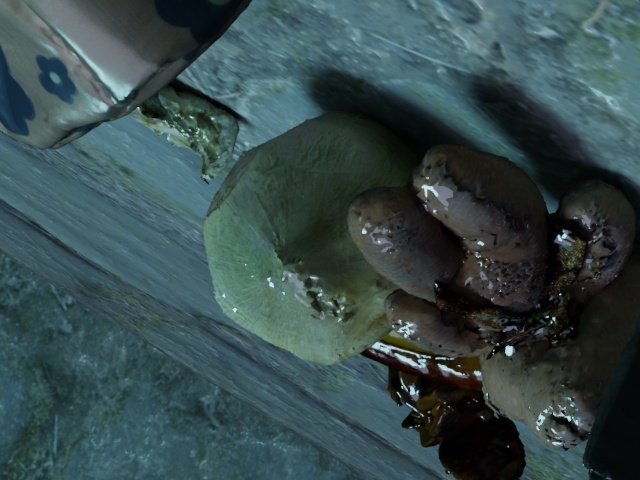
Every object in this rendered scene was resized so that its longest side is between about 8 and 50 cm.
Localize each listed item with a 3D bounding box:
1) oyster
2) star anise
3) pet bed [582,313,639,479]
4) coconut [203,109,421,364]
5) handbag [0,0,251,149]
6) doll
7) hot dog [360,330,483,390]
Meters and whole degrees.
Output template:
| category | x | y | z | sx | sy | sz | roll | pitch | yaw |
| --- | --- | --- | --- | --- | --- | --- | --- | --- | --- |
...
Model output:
| category | x | y | z | sx | sy | sz | roll | pitch | yaw |
| --- | --- | --- | --- | --- | --- | --- | --- | --- | --- |
| oyster | -0.162 | -0.137 | 1.582 | 0.200 | 0.061 | 0.106 | 36 | -176 | -14 |
| star anise | 0.150 | 0.173 | 1.851 | 0.220 | 0.126 | 0.190 | 49 | 156 | 48 |
| pet bed | 0.290 | 0.102 | 1.101 | 0.183 | 0.210 | 0.159 | 18 | 172 | 39 |
| coconut | 0.003 | -0.001 | 1.357 | 0.194 | 0.194 | 0.194 | 29 | 167 | 7 |
| handbag | -0.091 | -0.191 | 0.772 | 0.193 | 0.251 | 0.190 | 44 | 157 | -16 |
| doll | 0.143 | 0.053 | 1.252 | 0.201 | 0.156 | 0.303 | -30 | 139 | 27 |
| hot dog | 0.090 | 0.065 | 1.628 | 0.326 | 0.107 | 0.194 | 20 | 163 | 36 |
